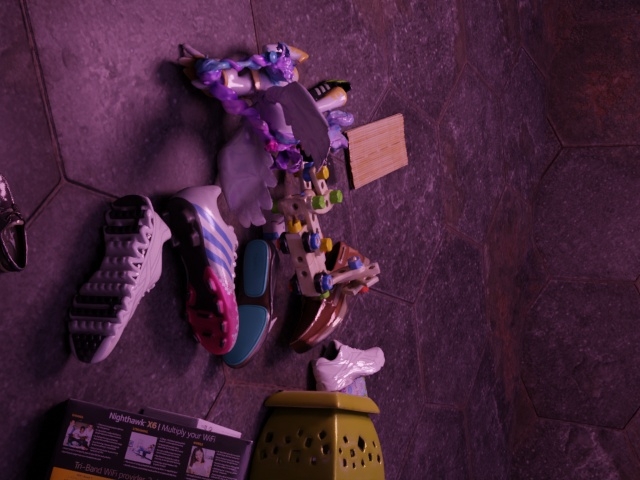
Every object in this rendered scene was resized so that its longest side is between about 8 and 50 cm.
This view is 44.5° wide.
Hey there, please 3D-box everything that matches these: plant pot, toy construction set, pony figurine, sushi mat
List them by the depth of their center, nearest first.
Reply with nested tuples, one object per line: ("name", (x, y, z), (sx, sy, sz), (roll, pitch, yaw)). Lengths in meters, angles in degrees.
("pony figurine", (-0.088, -0.244, 1.551), (0.363, 0.303, 0.351), (-15, 73, -53))
("toy construction set", (0.000, 0.000, 1.717), (0.328, 0.151, 0.215), (61, 30, -17))
("plant pot", (0.000, 0.443, 1.737), (0.228, 0.227, 0.207), (24, 65, -55))
("sushi mat", (0.154, -0.246, 2.110), (0.316, 0.019, 0.151), (-28, 116, -53))

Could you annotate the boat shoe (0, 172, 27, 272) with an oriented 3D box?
("boat shoe", (-0.456, -0.027, 1.144), (0.056, 0.049, 0.152), (-29, 116, -53))

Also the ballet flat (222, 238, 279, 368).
("ballet flat", (-0.130, 0.136, 1.629), (0.096, 0.095, 0.280), (47, 52, -63))

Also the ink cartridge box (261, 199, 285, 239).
("ink cartridge box", (-0.104, -0.045, 1.712), (0.048, 0.028, 0.083), (-16, 104, -57))

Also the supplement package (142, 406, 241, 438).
("supplement package", (-0.262, 0.439, 1.395), (0.134, 0.139, 0.244), (38, 62, -51))

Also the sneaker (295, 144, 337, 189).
("sneaker", (-0.007, -0.184, 1.839), (0.089, 0.051, 0.170), (-57, 141, -38))

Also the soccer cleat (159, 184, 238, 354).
("soccer cleat", (-0.198, 0.052, 1.490), (0.143, 0.116, 0.331), (-36, 121, -50))

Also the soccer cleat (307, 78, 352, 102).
("soccer cleat", (0.011, -0.334, 1.832), (0.179, 0.072, 0.060), (-49, 131, -44))

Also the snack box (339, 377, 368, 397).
("snack box", (0.067, 0.395, 1.998), (0.141, 0.037, 0.100), (-36, 122, -51))

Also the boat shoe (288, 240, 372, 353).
("boat shoe", (0.004, 0.125, 1.832), (0.120, 0.122, 0.324), (45, 45, -11))

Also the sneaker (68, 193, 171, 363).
("sneaker", (-0.326, 0.073, 1.313), (0.118, 0.110, 0.292), (52, 50, -57))

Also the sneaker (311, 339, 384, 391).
("sneaker", (0.070, 0.292, 1.932), (0.232, 0.090, 0.115), (-19, 88, -46))

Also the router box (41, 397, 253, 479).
("router box", (-0.287, 0.406, 1.248), (0.309, 0.081, 0.243), (18, 73, -15))
